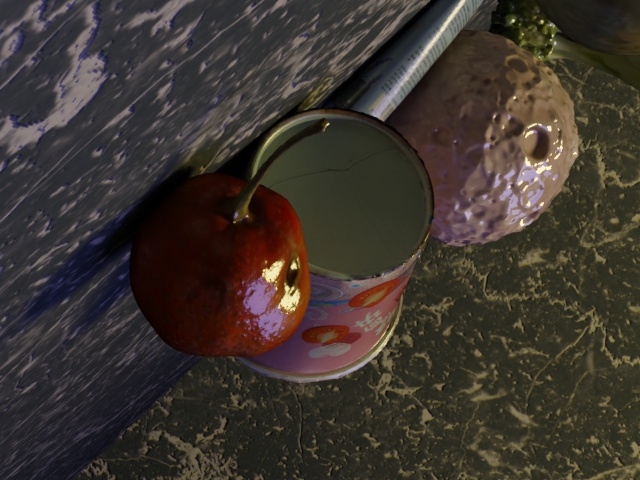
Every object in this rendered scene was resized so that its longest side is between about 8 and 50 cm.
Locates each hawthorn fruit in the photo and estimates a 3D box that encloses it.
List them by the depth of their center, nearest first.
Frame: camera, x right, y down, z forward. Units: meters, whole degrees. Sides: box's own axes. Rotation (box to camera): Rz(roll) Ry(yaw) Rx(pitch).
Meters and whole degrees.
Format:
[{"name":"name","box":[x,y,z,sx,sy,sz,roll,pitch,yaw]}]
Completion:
[{"name":"hawthorn fruit","box":[-0.072,-0.012,1.123,0.165,0.165,0.285,-41,164,-34]}]

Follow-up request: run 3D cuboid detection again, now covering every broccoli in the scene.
[{"name":"broccoli","box":[0.358,-0.294,1.670,0.263,0.243,0.247,-50,161,18]}]

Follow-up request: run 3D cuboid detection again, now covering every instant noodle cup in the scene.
[{"name":"instant noodle cup","box":[0.000,0.000,1.384,0.243,0.243,0.231,-41,171,-26]}]

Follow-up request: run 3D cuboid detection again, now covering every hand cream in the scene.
[{"name":"hand cream","box":[0.106,-0.210,1.459,0.271,0.058,0.091,-47,165,-3]}]

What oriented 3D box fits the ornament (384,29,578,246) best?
[{"name":"ornament","box":[0.166,-0.120,1.572,0.225,0.259,0.259,-27,168,-33]}]

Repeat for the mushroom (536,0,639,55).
[{"name":"mushroom","box":[0.316,-0.297,1.055,0.352,0.260,0.352,-41,172,-7]}]
